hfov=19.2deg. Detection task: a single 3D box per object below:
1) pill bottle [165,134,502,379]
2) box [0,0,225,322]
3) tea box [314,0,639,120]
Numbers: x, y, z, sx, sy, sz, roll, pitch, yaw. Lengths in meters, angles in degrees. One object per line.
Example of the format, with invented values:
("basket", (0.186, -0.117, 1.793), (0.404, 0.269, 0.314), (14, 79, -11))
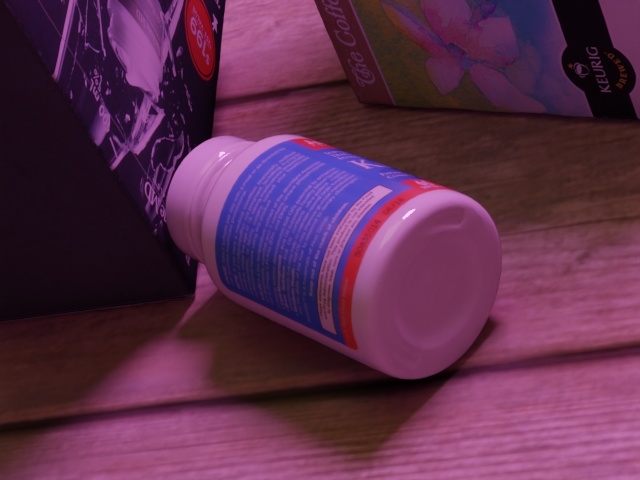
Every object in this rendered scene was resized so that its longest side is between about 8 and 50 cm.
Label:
("pill bottle", (0.000, 0.000, 1.237), (0.221, 0.124, 0.124), (23, 57, 43))
("box", (-0.210, -0.165, 1.320), (0.179, 0.343, 0.312), (-7, 54, 16))
("tea box", (0.150, -0.275, 1.317), (0.323, 0.329, 0.220), (6, 47, 36))
